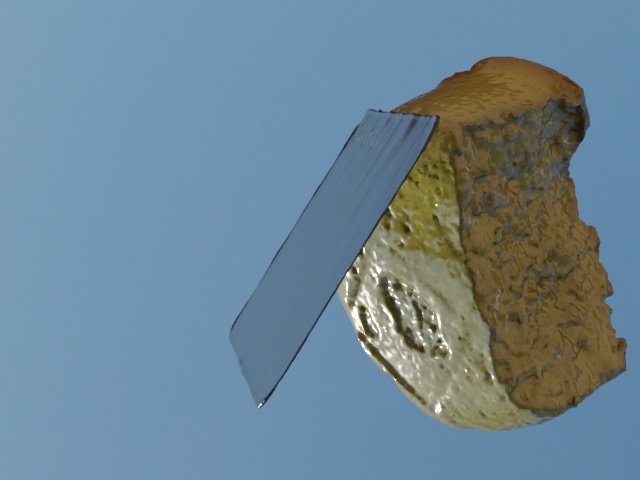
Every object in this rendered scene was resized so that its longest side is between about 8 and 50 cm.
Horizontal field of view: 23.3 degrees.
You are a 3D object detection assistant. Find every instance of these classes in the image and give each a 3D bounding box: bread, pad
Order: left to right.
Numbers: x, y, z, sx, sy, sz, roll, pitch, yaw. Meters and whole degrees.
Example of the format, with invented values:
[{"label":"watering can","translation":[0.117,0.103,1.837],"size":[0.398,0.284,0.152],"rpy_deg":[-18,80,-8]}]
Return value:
[{"label":"pad","translation":[0.000,0.000,0.567],"size":[0.003,0.112,0.157],"rpy_deg":[32,-179,-9]},{"label":"bread","translation":[0.061,0.003,0.673],"size":[0.125,0.156,0.086],"rpy_deg":[3,-157,45]}]
